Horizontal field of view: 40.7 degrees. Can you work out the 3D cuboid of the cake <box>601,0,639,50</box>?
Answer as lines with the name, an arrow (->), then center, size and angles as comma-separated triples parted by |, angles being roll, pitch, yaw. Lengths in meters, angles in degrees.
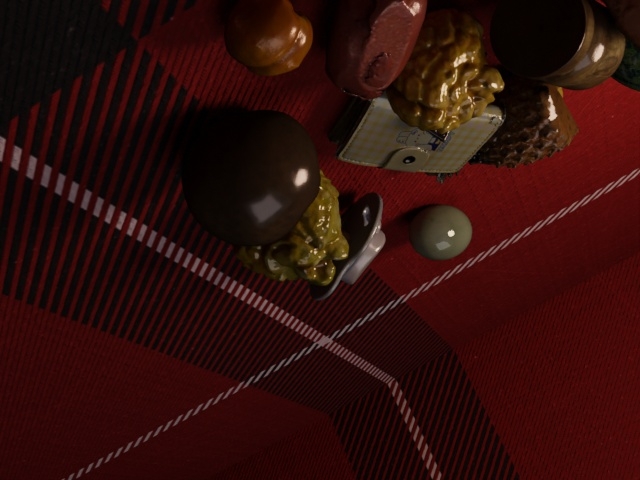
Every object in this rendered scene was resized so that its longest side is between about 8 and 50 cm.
cake -> 0.687, -0.506, 1.576 | 0.282, 0.255, 0.290 | -6, 154, -39

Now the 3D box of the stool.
stool -> 0.453, -0.383, 1.630 | 0.179, 0.179, 0.264 | -40, 161, 29

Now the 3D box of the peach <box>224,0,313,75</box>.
peach -> -0.084, -0.324, 1.358 | 0.138, 0.138, 0.138 | -21, 155, -10

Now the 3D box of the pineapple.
pineapple -> 0.380, -0.232, 1.914 | 0.362, 0.202, 0.202 | -28, 158, 32

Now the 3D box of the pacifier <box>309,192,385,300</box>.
pacifier -> 0.018, -0.014, 2.041 | 0.233, 0.244, 0.299 | 27, 115, -22

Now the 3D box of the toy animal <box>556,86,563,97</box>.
toy animal -> 0.544, -0.321, 2.025 | 0.083, 0.070, 0.159 | -35, 158, 17

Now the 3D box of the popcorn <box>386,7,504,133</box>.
popcorn -> 0.234, -0.306, 1.579 | 0.226, 0.203, 0.200 | -59, 172, -38

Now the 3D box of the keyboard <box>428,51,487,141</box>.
keyboard -> 0.264, -0.297, 1.699 | 0.067, 0.011, 0.202 | 29, 84, -22

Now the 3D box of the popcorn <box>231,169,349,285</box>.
popcorn -> -0.060, -0.035, 1.844 | 0.242, 0.235, 0.250 | 2, 135, -13

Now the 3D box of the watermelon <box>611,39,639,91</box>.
watermelon -> 0.735, -0.405, 1.906 | 0.176, 0.260, 0.256 | -44, 169, 9

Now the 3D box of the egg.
egg -> 0.322, -0.022, 2.304 | 0.192, 0.149, 0.149 | -7, 150, -36

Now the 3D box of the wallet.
wallet -> 0.195, -0.226, 1.781 | 0.310, 0.077, 0.223 | 8, 138, -24

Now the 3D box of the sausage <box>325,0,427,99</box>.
sausage -> 0.087, -0.350, 1.439 | 0.152, 0.152, 0.279 | -16, 155, -19

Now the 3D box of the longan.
longan -> -0.127, -0.113, 1.592 | 0.258, 0.258, 0.258 | -21, 155, -10
